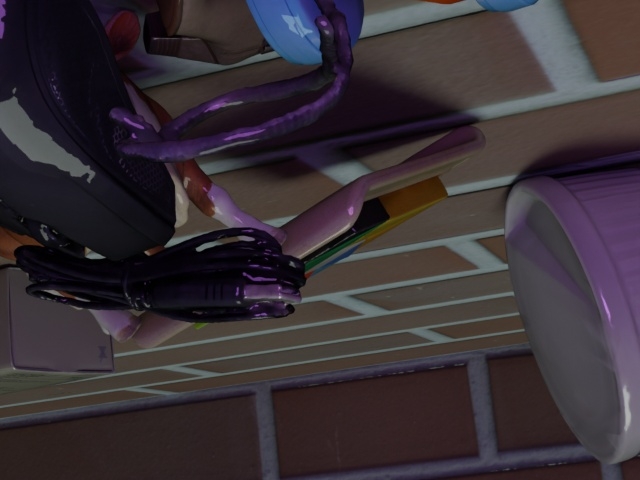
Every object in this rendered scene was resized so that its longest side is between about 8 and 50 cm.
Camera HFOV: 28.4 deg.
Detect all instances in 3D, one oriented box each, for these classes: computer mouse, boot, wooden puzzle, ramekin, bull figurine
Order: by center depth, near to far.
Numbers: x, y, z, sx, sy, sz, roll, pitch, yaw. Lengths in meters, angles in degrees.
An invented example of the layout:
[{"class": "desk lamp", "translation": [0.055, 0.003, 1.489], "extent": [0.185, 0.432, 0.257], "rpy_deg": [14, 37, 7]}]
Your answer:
[{"class": "computer mouse", "translation": [-0.136, -0.039, 0.611], "extent": [0.188, 0.072, 0.272], "rpy_deg": [1, 138, 30]}, {"class": "boot", "translation": [-0.045, -0.125, 0.663], "extent": [0.087, 0.042, 0.118], "rpy_deg": [-9, 170, -17]}, {"class": "bull figurine", "translation": [-0.141, -0.031, 0.807], "extent": [0.188, 0.101, 0.310], "rpy_deg": [47, 154, -17]}, {"class": "wooden puzzle", "translation": [0.000, 0.000, 0.935], "extent": [0.221, 0.044, 0.239], "rpy_deg": [-32, 179, 32]}, {"class": "ramekin", "translation": [0.276, 0.057, 1.162], "extent": [0.127, 0.273, 0.273], "rpy_deg": [-17, 169, -6]}]

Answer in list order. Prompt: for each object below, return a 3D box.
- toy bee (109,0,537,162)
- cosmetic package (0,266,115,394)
[{"class": "toy bee", "translation": [0.020, -0.144, 0.411], "extent": [0.195, 0.162, 0.298], "rpy_deg": [-15, -168, 5]}, {"class": "cosmetic package", "translation": [-0.401, 0.117, 1.427], "extent": [0.309, 0.113, 0.160], "rpy_deg": [-14, 166, 30]}]
